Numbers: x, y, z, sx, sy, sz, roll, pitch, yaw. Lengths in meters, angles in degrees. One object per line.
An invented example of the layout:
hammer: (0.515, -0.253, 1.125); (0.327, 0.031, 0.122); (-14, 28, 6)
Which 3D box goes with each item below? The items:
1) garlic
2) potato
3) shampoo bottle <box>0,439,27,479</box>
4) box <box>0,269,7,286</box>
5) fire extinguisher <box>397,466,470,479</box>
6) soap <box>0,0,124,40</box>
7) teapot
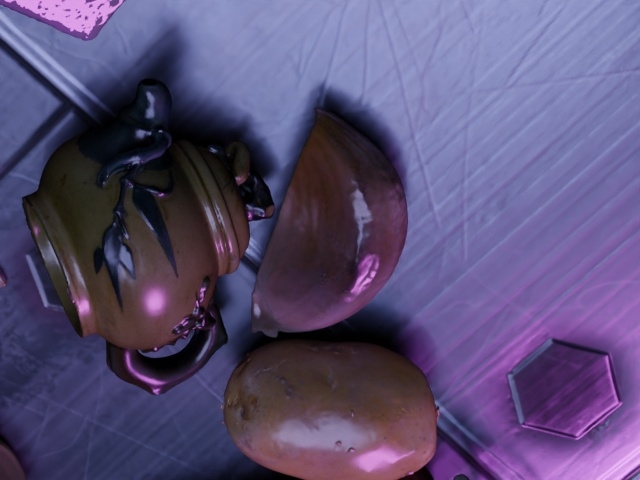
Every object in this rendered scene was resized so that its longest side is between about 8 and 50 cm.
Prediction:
garlic: (0.015, -0.001, 1.460); (0.101, 0.087, 0.196); (22, 118, 7)
potato: (0.008, 0.139, 1.505); (0.178, 0.109, 0.119); (9, 89, -5)
shampoo bottle: (-0.334, 0.232, 1.583); (0.162, 0.079, 0.079); (-28, 111, 14)
box: (-0.306, 0.032, 1.524); (0.083, 0.012, 0.046); (-22, 114, 11)
fire extinguisher: (0.023, 0.258, 1.575); (0.344, 0.102, 0.138); (-14, 138, 8)
soap: (-0.185, -0.298, 1.136); (0.296, 0.107, 0.285); (20, 121, -41)
teapot: (-0.121, -0.002, 1.431); (0.182, 0.173, 0.269); (-23, 125, -14)
